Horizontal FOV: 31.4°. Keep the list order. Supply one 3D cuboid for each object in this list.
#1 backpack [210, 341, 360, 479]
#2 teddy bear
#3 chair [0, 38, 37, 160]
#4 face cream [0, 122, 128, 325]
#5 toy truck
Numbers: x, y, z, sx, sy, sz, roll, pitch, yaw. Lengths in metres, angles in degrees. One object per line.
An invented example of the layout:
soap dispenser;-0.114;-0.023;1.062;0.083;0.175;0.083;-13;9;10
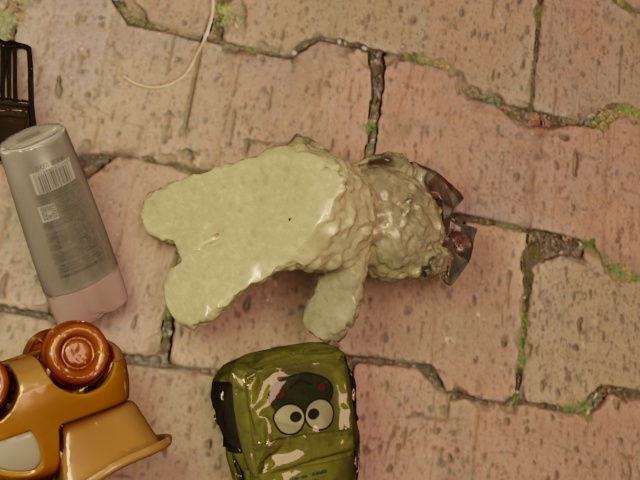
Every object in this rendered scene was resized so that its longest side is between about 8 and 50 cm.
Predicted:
backpack;-0.044;0.273;1.582;0.207;0.140;0.253;-8;89;-23
teddy bear;0.000;0.000;1.670;0.362;0.375;0.327;27;41;-61
chair;-0.436;-0.179;1.558;0.084;0.101;0.212;6;39;-22
face cream;-0.337;-0.015;1.491;0.107;0.073;0.269;-25;120;-21
toy truck;-0.351;0.218;1.427;0.288;0.204;0.211;-19;89;-26
